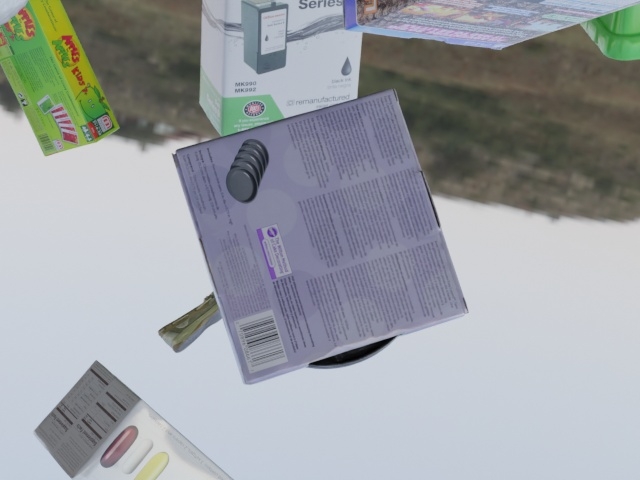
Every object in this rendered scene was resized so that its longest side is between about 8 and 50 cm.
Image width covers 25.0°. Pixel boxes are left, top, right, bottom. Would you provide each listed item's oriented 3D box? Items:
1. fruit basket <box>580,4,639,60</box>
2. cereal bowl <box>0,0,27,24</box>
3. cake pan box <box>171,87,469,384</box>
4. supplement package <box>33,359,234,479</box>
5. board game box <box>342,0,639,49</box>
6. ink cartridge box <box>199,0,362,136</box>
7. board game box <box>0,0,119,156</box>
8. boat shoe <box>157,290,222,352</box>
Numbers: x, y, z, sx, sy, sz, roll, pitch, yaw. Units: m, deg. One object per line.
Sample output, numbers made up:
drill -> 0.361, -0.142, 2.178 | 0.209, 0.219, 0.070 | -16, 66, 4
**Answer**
fruit basket -> 0.567, -0.306, 2.101 | 0.392, 0.392, 0.283 | 11, -152, -15
cereal bowl -> -0.345, -0.354, 1.354 | 0.141, 0.339, 0.339 | -1, -176, 23
cake pan box -> 0.000, 0.000, 1.497 | 0.245, 0.267, 0.070 | -19, 176, -6
supplement package -> -0.251, 0.329, 2.073 | 0.262, 0.145, 0.204 | 45, 170, -27
board game box -> 0.195, -0.311, 1.529 | 0.232, 0.141, 0.291 | 1, 173, -34
ink cartridge box -> -0.056, -0.307, 2.044 | 0.211, 0.289, 0.121 | -8, -145, -17
board game box -> -0.303, -0.190, 1.594 | 0.092, 0.181, 0.043 | -11, -160, 40
boat shoe -> -0.190, 0.114, 2.298 | 0.048, 0.153, 0.056 | 43, 162, 15
